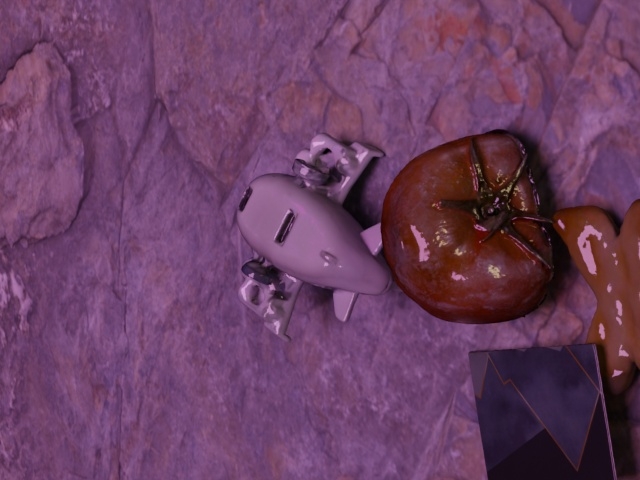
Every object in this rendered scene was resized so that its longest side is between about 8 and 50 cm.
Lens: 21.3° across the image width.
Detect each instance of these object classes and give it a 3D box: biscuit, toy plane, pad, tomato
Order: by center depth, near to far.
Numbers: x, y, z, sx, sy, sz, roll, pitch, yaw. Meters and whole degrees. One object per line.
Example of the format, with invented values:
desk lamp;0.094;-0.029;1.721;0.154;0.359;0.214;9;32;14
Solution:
biscuit;0.323;0.061;1.783;0.164;0.047;0.208;-7;90;48
tomato;0.145;-0.007;1.877;0.181;0.155;0.214;-50;54;60
pad;0.242;0.198;1.887;0.243;0.004;0.163;-12;86;61
toy plane;-0.004;-0.001;2.090;0.267;0.123;0.267;-12;70;38
